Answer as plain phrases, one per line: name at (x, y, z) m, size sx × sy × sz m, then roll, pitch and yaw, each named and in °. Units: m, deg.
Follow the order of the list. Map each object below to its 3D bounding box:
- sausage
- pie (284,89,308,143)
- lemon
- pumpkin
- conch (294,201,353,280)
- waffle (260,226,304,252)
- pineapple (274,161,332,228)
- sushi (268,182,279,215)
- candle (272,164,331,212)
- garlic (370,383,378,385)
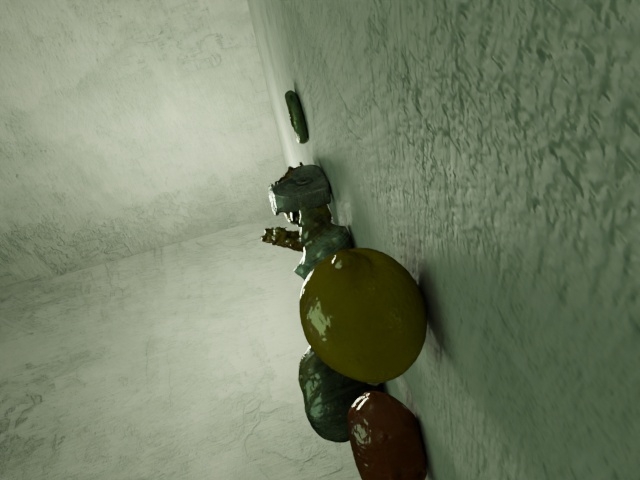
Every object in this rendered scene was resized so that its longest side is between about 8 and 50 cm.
sausage at (0.147, 0.456, 1.153) m, size 0.141 × 0.153 × 0.268 m, roll 23°, pitch 133°, yaw 55°
pie at (-0.083, -0.414, 1.746) m, size 0.187 × 0.041 × 0.187 m, roll 163°, pitch 90°, yaw -87°
lemon at (0.064, 0.110, 0.762) m, size 0.187 × 0.186 × 0.244 m, roll -112°, pitch 3°, yaw -59°
pumpkin at (0.058, 0.452, 1.640) m, size 0.328 × 0.257 × 0.291 m, roll 64°, pitch -176°, yaw 30°
conch at (0.021, 0.077, 1.402) m, size 0.203 × 0.169 × 0.386 m, roll -43°, pitch -58°, yaw -66°
waffle at (-0.049, 0.006, 1.651) m, size 0.293 × 0.259 × 0.069 m, roll -174°, pitch 99°, yaw -72°
pineapple at (-0.082, -0.113, 1.765) m, size 0.334 × 0.158 × 0.161 m, roll 58°, pitch 138°, yaw 33°
sushi at (-0.127, -0.191, 2.200) m, size 0.274 × 0.184 × 0.139 m, roll -175°, pitch 68°, yaw -84°
candle at (-0.041, -0.150, 1.544) m, size 0.168 × 0.192 × 0.068 m, roll 16°, pitch 136°, yaw 31°
garlic at (0.121, 0.320, 1.523) m, size 0.128 × 0.090 × 0.198 m, roll 61°, pitch -179°, yaw -42°
